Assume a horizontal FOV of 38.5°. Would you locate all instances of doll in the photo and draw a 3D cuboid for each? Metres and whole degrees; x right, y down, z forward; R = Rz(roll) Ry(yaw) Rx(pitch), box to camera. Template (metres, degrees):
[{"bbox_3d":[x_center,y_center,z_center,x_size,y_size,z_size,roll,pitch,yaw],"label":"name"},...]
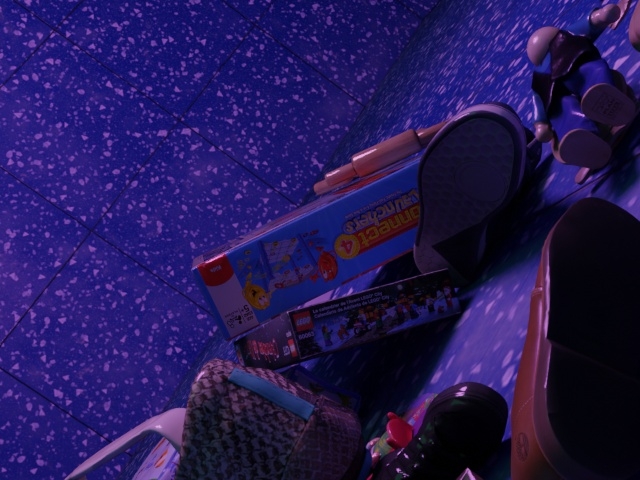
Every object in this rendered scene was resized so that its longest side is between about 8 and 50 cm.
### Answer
[{"bbox_3d":[0.207,-0.133,0.747,0.189,0.046,0.129,-90,19,-60],"label":"doll"}]

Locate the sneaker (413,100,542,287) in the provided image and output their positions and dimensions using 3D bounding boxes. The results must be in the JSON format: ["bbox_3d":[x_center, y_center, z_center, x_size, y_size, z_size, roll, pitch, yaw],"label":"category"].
[{"bbox_3d":[0.152,-0.080,0.825,0.163,0.086,0.226,-56,-13,-31],"label":"sneaker"}]

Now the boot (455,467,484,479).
[{"bbox_3d":[0.056,0.187,0.532,0.106,0.037,0.114,-17,39,57],"label":"boot"}]

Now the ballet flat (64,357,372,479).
[{"bbox_3d":[-0.140,0.258,0.753,0.483,0.182,0.164,-56,0,35],"label":"ballet flat"}]

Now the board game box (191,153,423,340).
[{"bbox_3d":[0.000,0.000,1.092,0.302,0.086,0.308,-26,4,-6],"label":"board game box"}]

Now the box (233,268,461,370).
[{"bbox_3d":[0.016,0.087,0.903,0.159,0.044,0.233,-13,-8,-20],"label":"box"}]

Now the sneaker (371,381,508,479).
[{"bbox_3d":[0.059,0.166,0.582,0.170,0.051,0.089,-55,3,42],"label":"sneaker"}]

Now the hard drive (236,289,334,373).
[{"bbox_3d":[-0.101,0.210,1.499,0.318,0.040,0.210,-49,8,39],"label":"hard drive"}]

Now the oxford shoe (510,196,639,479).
[{"bbox_3d":[0.138,0.054,0.505,0.212,0.076,0.076,-60,-2,-44],"label":"oxford shoe"}]

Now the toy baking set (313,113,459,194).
[{"bbox_3d":[0.111,-0.124,1.179,0.256,0.030,0.197,-23,4,17],"label":"toy baking set"}]

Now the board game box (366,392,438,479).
[{"bbox_3d":[0.035,0.183,0.724,0.168,0.033,0.133,-58,7,-27],"label":"board game box"}]

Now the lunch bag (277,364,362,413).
[{"bbox_3d":[-0.041,0.207,0.901,0.151,0.096,0.129,-68,10,-18],"label":"lunch bag"}]

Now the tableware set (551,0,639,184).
[{"bbox_3d":[0.261,-0.139,0.747,0.194,0.039,0.128,-57,20,23],"label":"tableware set"}]

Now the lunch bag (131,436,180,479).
[{"bbox_3d":[-0.171,0.307,1.206,0.243,0.115,0.303,-55,5,-29],"label":"lunch bag"}]
